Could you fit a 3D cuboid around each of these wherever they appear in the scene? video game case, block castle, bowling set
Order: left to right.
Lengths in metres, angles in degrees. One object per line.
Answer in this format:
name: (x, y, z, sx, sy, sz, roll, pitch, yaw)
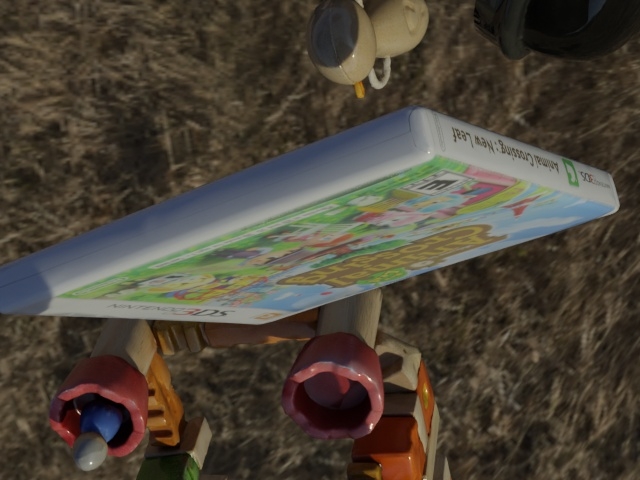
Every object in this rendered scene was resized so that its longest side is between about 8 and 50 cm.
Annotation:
bowling set: (-0.057, -0.217, 0.719, 0.199, 0.154, 0.287, -5, 106, 25)
block castle: (-0.038, 0.269, 1.174, 0.303, 0.213, 0.453, -7, 123, 14)
video game case: (0.000, 0.000, 0.547, 0.212, 0.193, 0.023, -19, 76, 30)

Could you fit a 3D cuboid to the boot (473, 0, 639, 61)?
boot: (0.263, -0.156, 0.558, 0.348, 0.131, 0.260, -47, 73, 12)
